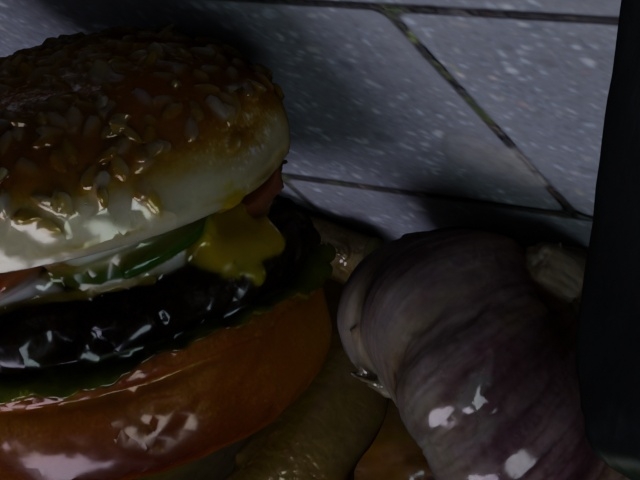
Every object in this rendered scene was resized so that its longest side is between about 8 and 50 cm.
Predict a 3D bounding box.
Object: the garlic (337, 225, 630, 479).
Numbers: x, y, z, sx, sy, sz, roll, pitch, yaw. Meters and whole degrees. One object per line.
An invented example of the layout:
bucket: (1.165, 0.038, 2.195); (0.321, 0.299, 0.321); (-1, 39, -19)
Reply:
garlic: (0.125, 0.079, 1.223); (0.245, 0.160, 0.245); (48, -177, -4)

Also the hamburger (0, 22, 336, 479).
hamburger: (-0.131, -0.004, 1.132); (0.291, 0.291, 0.225); (7, 116, 46)

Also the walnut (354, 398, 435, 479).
walnut: (0.042, 0.177, 1.564); (0.209, 0.209, 0.336); (32, 160, -23)

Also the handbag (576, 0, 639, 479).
handbag: (0.202, -0.089, 0.363); (0.240, 0.341, 0.247); (11, 168, -12)

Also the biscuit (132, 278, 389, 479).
biscuit: (-0.068, 0.138, 1.447); (0.102, 0.296, 0.296); (43, 158, -20)

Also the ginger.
ginger: (0.001, 0.003, 1.371); (0.137, 0.044, 0.057); (27, -166, 15)
